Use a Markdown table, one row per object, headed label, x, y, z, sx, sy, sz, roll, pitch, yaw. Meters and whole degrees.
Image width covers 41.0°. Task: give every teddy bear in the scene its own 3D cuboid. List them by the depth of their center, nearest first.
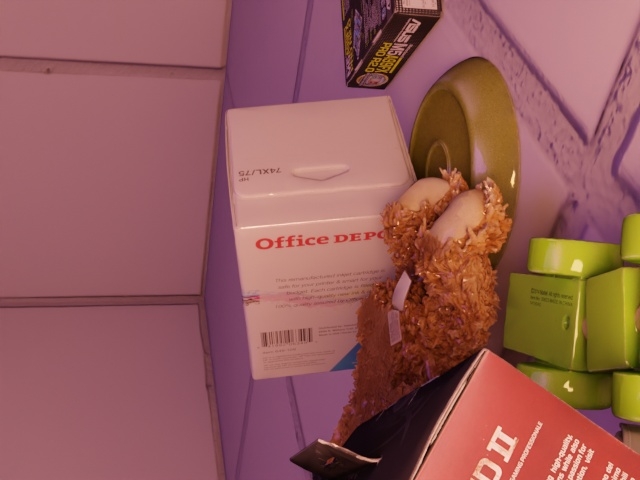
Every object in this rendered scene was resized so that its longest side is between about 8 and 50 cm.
| label | x | y | z | sx | sy | sz | roll | pitch | yaw |
| --- | --- | --- | --- | --- | --- | --- | --- | --- | --- |
| teddy bear | 0.101 | 0.098 | 0.783 | 0.245 | 0.113 | 0.338 | 172 | 107 | -67 |

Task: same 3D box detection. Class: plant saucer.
| label | x | y | z | sx | sy | sz | roll | pitch | yaw |
| --- | --- | --- | --- | --- | --- | --- | --- | --- | --- |
| plant saucer | 0.137 | -0.070 | 0.894 | 0.241 | 0.037 | 0.241 | 179 | 90 | -76 |

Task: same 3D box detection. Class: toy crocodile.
| label | x | y | z | sx | sy | sz | roll | pitch | yaw |
| --- | --- | --- | --- | --- | --- | --- | --- | --- | --- |
| toy crocodile | 0.200 | 0.052 | 0.529 | 0.340 | 0.105 | 0.115 | 154 | 121 | -79 |

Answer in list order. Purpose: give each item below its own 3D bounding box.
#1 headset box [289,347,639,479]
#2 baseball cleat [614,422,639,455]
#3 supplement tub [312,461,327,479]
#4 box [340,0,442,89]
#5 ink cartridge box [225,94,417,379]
| label | x | y | z | sx | sy | sz | roll | pitch | yaw |
| --- | --- | --- | --- | --- | --- | --- | --- | --- | --- |
| headset box | 0.115 | 0.186 | 0.446 | 0.110 | 0.293 | 0.218 | -55 | -1 | -25 |
| baseball cleat | 0.214 | 0.130 | 0.422 | 0.206 | 0.109 | 0.072 | 147 | 131 | -71 |
| supplement tub | 0.033 | 0.398 | 1.168 | 0.106 | 0.106 | 0.198 | 110 | 156 | -53 |
| box | 0.079 | -0.358 | 1.084 | 0.216 | 0.060 | 0.270 | 133 | 135 | -71 |
| ink cartridge box | 0.000 | 0.000 | 1.008 | 0.270 | 0.198 | 0.197 | 90 | 173 | -47 |
